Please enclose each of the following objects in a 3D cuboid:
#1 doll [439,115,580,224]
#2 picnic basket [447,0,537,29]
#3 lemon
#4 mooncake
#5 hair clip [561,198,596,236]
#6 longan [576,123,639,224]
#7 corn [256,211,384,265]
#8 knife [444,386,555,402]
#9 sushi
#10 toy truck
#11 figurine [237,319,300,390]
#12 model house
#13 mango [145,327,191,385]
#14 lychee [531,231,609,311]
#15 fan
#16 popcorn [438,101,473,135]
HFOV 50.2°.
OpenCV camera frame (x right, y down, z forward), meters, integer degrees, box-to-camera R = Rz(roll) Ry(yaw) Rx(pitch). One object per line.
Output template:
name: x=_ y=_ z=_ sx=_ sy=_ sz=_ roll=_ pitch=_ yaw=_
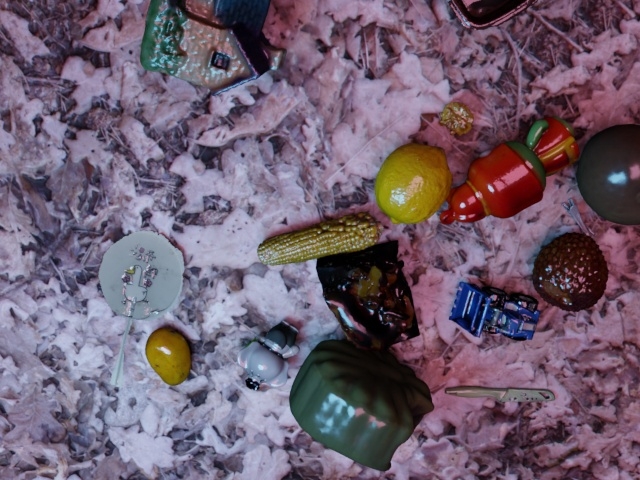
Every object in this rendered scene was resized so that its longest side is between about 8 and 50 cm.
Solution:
doll: x=0.437 y=-0.142 z=1.602 sx=0.363 sy=0.160 sz=0.182 roll=-32 pitch=144 yaw=6
picnic basket: x=0.349 y=-0.621 z=1.509 sx=0.223 sy=0.129 sz=0.296 roll=-30 pitch=100 yaw=11
lemon: x=0.219 y=-0.133 z=1.615 sx=0.181 sy=0.180 sz=0.193 roll=4 pitch=108 yaw=2
mooncake: x=0.102 y=0.381 z=1.668 sx=0.352 sy=0.351 sz=0.187 roll=23 pitch=109 yaw=-3
hair clip: x=0.641 y=-0.048 z=1.686 sx=0.030 sy=0.039 sz=0.115 roll=-35 pitch=102 yaw=16
longan: x=0.696 y=-0.149 z=1.548 sx=0.249 sy=0.248 sz=0.248 roll=1 pitch=104 yaw=3
corn: x=0.000 y=0.000 z=1.701 sx=0.320 sy=0.097 sz=0.096 roll=-13 pitch=103 yaw=8
knife: x=0.477 y=0.411 z=1.818 sx=0.293 sy=0.020 sz=0.043 roll=0 pitch=102 yaw=2
sushi: x=0.116 y=0.151 z=1.672 sx=0.216 sy=0.212 sz=0.227 roll=-12 pitch=106 yaw=7
toy truck: x=0.438 y=0.186 z=1.708 sx=0.208 sy=0.126 sz=0.113 roll=13 pitch=104 yaw=0
figurine: x=-0.131 y=0.299 z=1.762 sx=0.147 sy=0.126 sz=0.192 roll=33 pitch=71 yaw=6
model house: x=-0.203 y=-0.491 z=1.510 sx=0.280 sy=0.245 sz=0.312 roll=21 pitch=114 yaw=1
mango: x=-0.395 y=0.307 z=1.799 sx=0.115 sy=0.089 sz=0.164 roll=-25 pitch=103 yaw=15
lychee: x=0.605 y=0.071 z=1.653 sx=0.188 sy=0.188 sz=0.188 roll=1 pitch=104 yaw=3
fan: x=-0.485 y=0.174 z=1.765 sx=0.233 sy=0.012 sz=0.414 roll=16 pitch=91 yaw=10
popcorn: x=0.323 y=-0.291 z=1.630 sx=0.083 sy=0.057 sz=0.082 roll=-14 pitch=102 yaw=9
